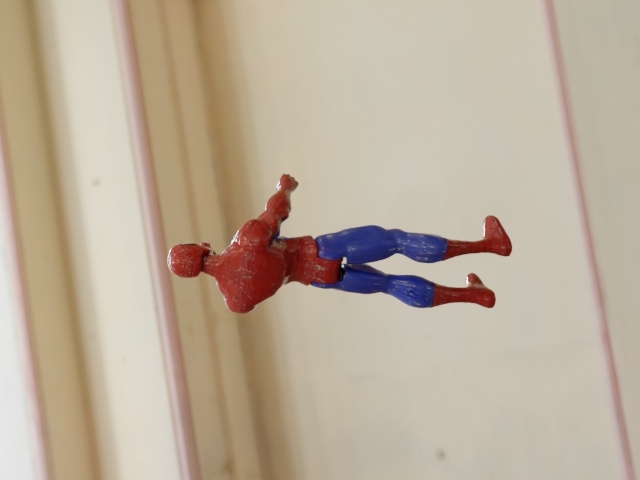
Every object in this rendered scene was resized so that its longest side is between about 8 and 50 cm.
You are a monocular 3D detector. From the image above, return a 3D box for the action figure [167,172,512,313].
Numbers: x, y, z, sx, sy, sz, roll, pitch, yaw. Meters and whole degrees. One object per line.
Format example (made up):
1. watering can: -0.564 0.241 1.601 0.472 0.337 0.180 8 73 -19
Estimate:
1. action figure: 0.000 0.000 1.173 0.280 0.091 0.139 -1 30 -25
